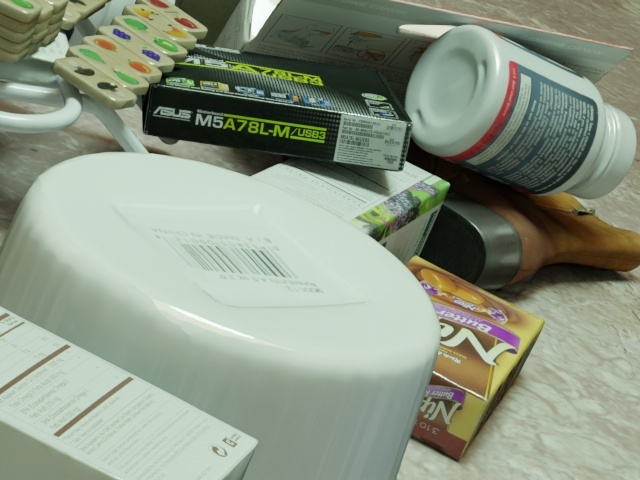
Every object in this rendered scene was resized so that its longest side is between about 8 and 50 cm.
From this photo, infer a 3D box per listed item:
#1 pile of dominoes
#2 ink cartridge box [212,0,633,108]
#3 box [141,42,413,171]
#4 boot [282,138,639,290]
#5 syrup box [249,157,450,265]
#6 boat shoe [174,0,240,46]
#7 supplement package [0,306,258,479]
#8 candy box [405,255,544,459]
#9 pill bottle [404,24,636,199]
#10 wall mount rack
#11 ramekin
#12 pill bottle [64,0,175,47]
[{"bbox_3d":[-0.183,-0.177,1.341,0.196,0.040,0.251,25,23,3],"label":"pile of dominoes"},{"bbox_3d":[0.077,-0.159,1.619,0.296,0.261,0.066,10,67,-17],"label":"ink cartridge box"},{"bbox_3d":[-0.037,-0.104,1.417,0.191,0.045,0.184,8,18,-7],"label":"box"},{"bbox_3d":[0.125,-0.058,1.632,0.264,0.096,0.280,33,23,29],"label":"boot"},{"bbox_3d":[0.000,0.000,1.364,0.096,0.093,0.237,28,21,14],"label":"syrup box"},{"bbox_3d":[-0.009,-0.169,1.781,0.307,0.110,0.104,25,14,-21],"label":"boat shoe"},{"bbox_3d":[-0.141,0.115,0.921,0.179,0.105,0.105,26,21,11],"label":"supplement package"},{"bbox_3d":[0.080,0.077,1.314,0.109,0.053,0.187,26,22,10],"label":"candy box"},{"bbox_3d":[0.166,-0.095,1.536,0.180,0.108,0.108,20,18,-37],"label":"pill bottle"},{"bbox_3d":[-0.210,-0.107,1.378,0.304,0.130,0.350,10,27,-21],"label":"wall mount rack"},{"bbox_3d":[-0.066,0.060,1.090,0.277,0.135,0.277,19,20,-7],"label":"ramekin"},{"bbox_3d":[-0.262,-0.228,1.586,0.265,0.153,0.153,11,23,-29],"label":"pill bottle"}]
